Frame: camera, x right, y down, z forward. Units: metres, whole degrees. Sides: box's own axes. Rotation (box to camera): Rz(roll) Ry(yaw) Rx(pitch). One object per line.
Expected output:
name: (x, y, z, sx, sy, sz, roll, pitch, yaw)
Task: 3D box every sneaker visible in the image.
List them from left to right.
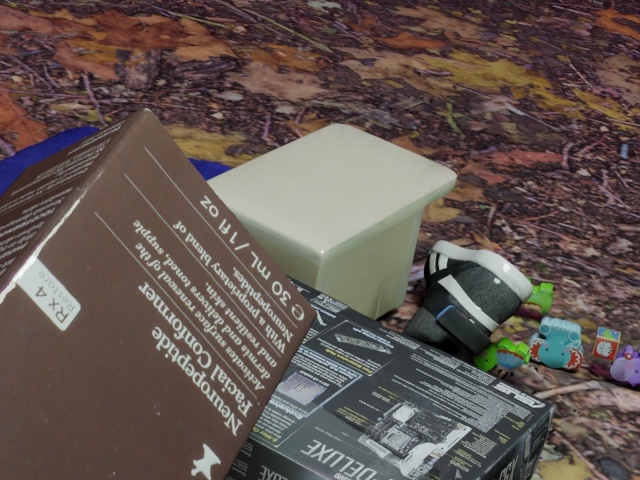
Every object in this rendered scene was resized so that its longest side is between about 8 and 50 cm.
sneaker: (0.110, 0.067, 1.404, 0.079, 0.121, 0.217, 43, -8, -6)

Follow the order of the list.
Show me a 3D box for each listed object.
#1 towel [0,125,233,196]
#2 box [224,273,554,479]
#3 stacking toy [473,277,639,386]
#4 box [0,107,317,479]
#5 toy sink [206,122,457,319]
towel: (-0.240, -0.021, 1.444, 0.227, 0.076, 0.308, 17, 25, 26)
box: (-0.006, 0.131, 1.153, 0.307, 0.077, 0.242, 25, 26, 21)
stacking toy: (0.259, 0.108, 1.422, 0.221, 0.052, 0.167, 15, 23, 10)
box: (-0.169, 0.113, 0.884, 0.143, 0.191, 0.381, -20, 28, 41)
toy sink: (0.000, 0.000, 1.430, 0.152, 0.131, 0.234, 26, 33, 26)
